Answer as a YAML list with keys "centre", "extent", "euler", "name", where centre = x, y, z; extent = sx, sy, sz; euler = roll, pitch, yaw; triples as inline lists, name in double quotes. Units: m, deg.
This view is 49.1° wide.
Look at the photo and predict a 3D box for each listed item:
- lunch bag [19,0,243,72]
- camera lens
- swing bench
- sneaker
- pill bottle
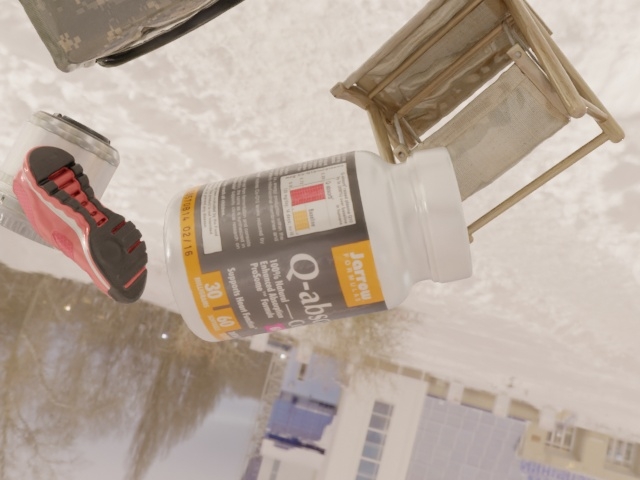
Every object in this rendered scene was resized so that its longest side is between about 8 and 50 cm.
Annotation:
- centre: [-0.196, -0.309, 0.786]
  extent: [0.168, 0.235, 0.287]
  euler: [62, -176, -17]
  name: "lunch bag"
- centre: [-0.602, -0.138, 1.585]
  extent: [0.220, 0.274, 0.219]
  euler: [26, 175, 2]
  name: "camera lens"
- centre: [0.190, -0.168, 0.896]
  extent: [0.253, 0.254, 0.165]
  euler: [-38, 153, 29]
  name: "swing bench"
- centre: [-0.427, -0.017, 1.247]
  extent: [0.136, 0.116, 0.313]
  euler: [-26, 102, 39]
  name: "sneaker"
- centre: [0.000, 0.000, 0.700]
  extent: [0.279, 0.162, 0.162]
  euler: [-12, 165, 8]
  name: "pill bottle"
